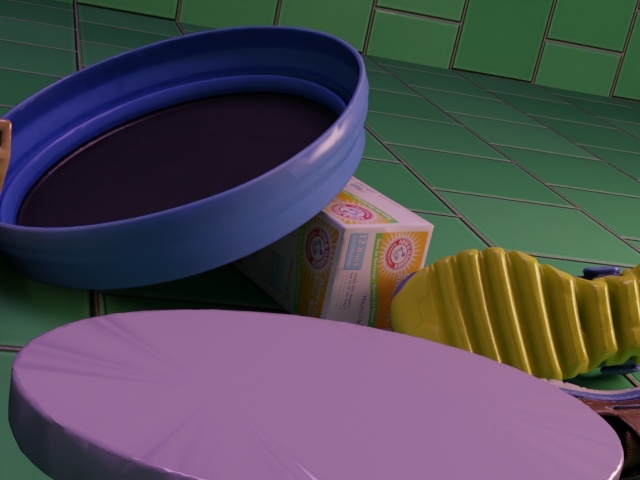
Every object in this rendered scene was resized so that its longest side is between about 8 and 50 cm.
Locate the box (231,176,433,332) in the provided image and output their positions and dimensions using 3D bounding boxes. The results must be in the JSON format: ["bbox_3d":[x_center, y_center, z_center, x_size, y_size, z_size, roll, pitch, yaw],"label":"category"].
[{"bbox_3d":[0.000,0.000,0.988,0.103,0.114,0.203,-2,24,-34],"label":"box"}]

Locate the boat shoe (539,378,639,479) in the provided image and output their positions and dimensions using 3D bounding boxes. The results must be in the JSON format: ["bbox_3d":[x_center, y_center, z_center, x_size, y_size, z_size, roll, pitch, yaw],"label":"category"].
[{"bbox_3d":[0.236,0.152,0.783,0.183,0.066,0.066,3,23,2],"label":"boat shoe"}]

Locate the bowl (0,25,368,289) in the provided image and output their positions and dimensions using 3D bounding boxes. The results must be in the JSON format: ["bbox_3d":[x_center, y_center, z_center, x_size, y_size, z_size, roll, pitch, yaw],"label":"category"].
[{"bbox_3d":[-0.141,-0.089,0.973,0.391,0.077,0.391,-11,33,7],"label":"bowl"}]

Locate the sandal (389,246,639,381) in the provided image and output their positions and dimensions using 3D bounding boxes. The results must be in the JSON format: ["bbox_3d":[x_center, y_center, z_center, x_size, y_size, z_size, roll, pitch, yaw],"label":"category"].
[{"bbox_3d":[0.214,0.077,0.936,0.317,0.126,0.138,4,-12,-10],"label":"sandal"}]

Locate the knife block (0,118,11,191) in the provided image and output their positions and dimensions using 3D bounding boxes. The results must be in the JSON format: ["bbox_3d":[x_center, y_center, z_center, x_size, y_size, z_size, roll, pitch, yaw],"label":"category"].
[{"bbox_3d":[-0.325,-0.071,0.806,0.088,0.276,0.242,1,51,-29],"label":"knife block"}]

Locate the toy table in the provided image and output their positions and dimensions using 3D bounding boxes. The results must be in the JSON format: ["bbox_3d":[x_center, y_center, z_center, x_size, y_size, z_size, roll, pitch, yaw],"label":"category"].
[{"bbox_3d":[-0.012,0.143,0.483,0.274,0.161,0.252,13,19,4],"label":"toy table"}]
